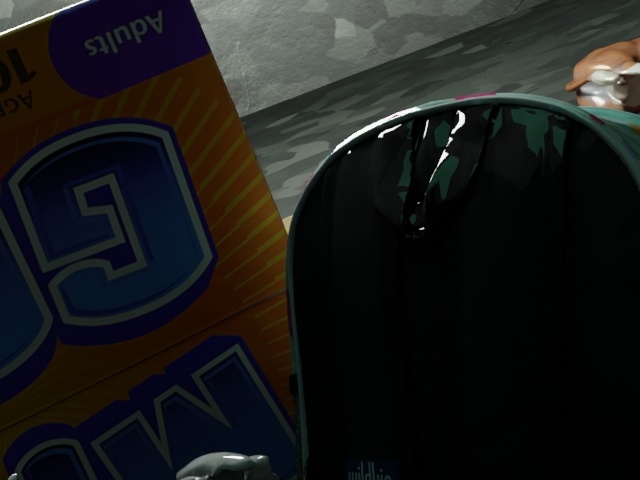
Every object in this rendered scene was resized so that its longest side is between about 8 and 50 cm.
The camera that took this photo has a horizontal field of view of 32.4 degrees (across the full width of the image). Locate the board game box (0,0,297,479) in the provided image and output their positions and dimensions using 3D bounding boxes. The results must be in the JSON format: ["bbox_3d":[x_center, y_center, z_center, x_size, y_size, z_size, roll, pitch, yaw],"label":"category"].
[{"bbox_3d":[-0.218,0.072,0.710,0.356,0.356,0.356,-25,15,-14],"label":"board game box"}]

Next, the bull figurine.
[{"bbox_3d":[0.443,-0.207,1.270,0.310,0.101,0.188,-19,17,7],"label":"bull figurine"}]

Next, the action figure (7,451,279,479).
[{"bbox_3d":[-0.003,0.156,0.301,0.285,0.185,0.099,10,-9,-12],"label":"action figure"}]

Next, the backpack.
[{"bbox_3d":[0.098,0.059,0.522,0.225,0.254,0.191,-10,-1,41],"label":"backpack"}]

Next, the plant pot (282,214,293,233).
[{"bbox_3d":[0.000,0.000,1.301,0.236,0.032,0.236,-20,14,5],"label":"plant pot"}]
